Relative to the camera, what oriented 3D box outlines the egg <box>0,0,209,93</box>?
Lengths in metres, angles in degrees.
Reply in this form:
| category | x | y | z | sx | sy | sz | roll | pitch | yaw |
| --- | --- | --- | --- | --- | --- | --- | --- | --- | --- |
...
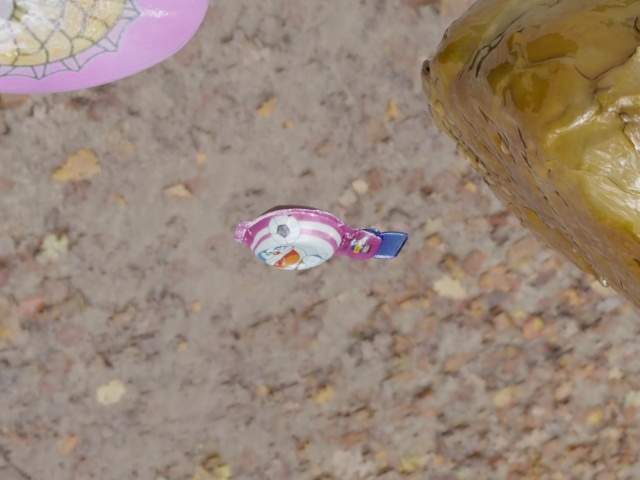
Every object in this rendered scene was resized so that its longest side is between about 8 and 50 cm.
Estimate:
| category | x | y | z | sx | sy | sz | roll | pitch | yaw |
| --- | --- | --- | --- | --- | --- | --- | --- | --- | --- |
| egg | -0.216 | -0.205 | 0.811 | 0.271 | 0.196 | 0.196 | -9 | 134 | -22 |

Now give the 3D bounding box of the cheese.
| category | x | y | z | sx | sy | sz | roll | pitch | yaw |
| --- | --- | --- | --- | --- | --- | --- | --- | --- | --- |
| cheese | 0.000 | 0.000 | 1.567 | 0.244 | 0.062 | 0.155 | 6 | 151 | -14 |

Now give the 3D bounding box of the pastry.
| category | x | y | z | sx | sy | sz | roll | pitch | yaw |
| --- | --- | --- | --- | --- | --- | --- | --- | --- | --- |
| pastry | 0.205 | -0.068 | 0.735 | 0.162 | 0.311 | 0.255 | -45 | 119 | 0 |
